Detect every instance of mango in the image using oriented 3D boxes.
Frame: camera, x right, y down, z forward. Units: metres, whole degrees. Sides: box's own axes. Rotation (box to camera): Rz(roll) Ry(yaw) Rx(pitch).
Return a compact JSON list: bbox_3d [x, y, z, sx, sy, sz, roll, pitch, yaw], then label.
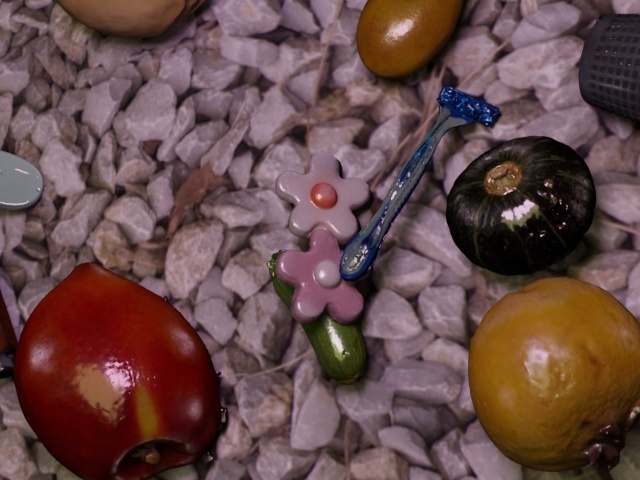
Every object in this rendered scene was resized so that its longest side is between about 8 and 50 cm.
[{"bbox_3d":[0.135,-0.332,1.576,0.136,0.099,0.228,23,78,29],"label":"mango"}]

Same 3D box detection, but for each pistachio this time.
[{"bbox_3d":[-0.313,-0.409,1.709,0.293,0.162,0.182,22,127,25],"label":"pistachio"}]

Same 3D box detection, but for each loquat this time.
[{"bbox_3d":[0.291,0.167,1.336,0.243,0.244,0.244,-4,77,19],"label":"loquat"}]

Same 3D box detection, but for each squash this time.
[{"bbox_3d":[-0.001,0.101,1.537,0.077,0.068,0.219,-38,68,7],"label":"squash"},{"bbox_3d":[0.259,-0.045,1.435,0.193,0.156,0.193,-14,67,38],"label":"squash"}]

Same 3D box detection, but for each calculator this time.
[{"bbox_3d":[-0.516,-0.099,1.760,0.153,0.021,0.095,19,68,-5],"label":"calculator"}]

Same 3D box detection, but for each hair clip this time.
[{"bbox_3d":[0.003,-0.003,1.529,0.075,0.146,0.257,130,145,-50],"label":"hair clip"}]

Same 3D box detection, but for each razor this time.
[{"bbox_3d":[0.120,-0.082,1.500,0.093,0.056,0.324,29,73,24],"label":"razor"}]

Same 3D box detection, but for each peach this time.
[{"bbox_3d":[-0.306,0.174,1.558,0.257,0.201,0.362,-32,69,11],"label":"peach"}]

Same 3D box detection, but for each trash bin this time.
[{"bbox_3d":[0.422,-0.218,1.417,0.161,0.175,0.175,15,83,32],"label":"trash bin"}]

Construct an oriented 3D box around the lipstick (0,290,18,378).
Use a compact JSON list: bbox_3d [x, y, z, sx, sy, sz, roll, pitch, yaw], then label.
[{"bbox_3d":[-0.556,0.021,1.750,0.077,0.077,0.418,-27,72,12],"label":"lipstick"}]
